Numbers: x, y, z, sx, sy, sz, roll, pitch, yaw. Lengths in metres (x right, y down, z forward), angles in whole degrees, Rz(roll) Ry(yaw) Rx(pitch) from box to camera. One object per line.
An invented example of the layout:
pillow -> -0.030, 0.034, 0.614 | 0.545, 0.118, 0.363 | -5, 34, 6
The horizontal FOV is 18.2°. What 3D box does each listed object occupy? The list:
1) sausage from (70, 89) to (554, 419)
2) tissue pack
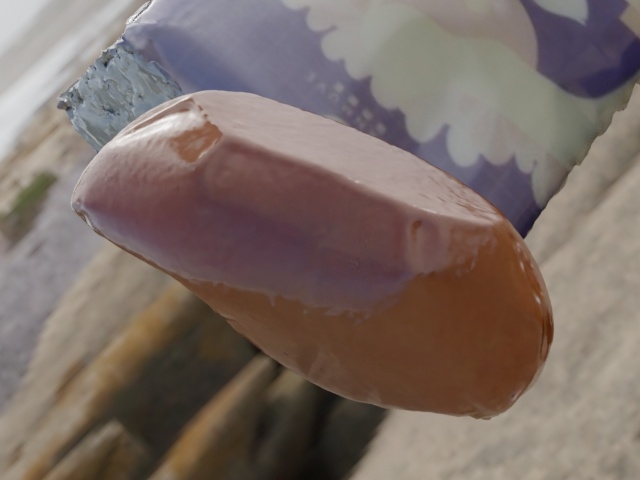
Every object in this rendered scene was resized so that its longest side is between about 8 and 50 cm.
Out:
sausage -> 0.000, 0.000, 0.701 | 0.089, 0.179, 0.089 | -62, -8, -16
tissue pack -> 0.052, -0.113, 1.129 | 0.343, 0.242, 0.125 | -50, 4, -33
